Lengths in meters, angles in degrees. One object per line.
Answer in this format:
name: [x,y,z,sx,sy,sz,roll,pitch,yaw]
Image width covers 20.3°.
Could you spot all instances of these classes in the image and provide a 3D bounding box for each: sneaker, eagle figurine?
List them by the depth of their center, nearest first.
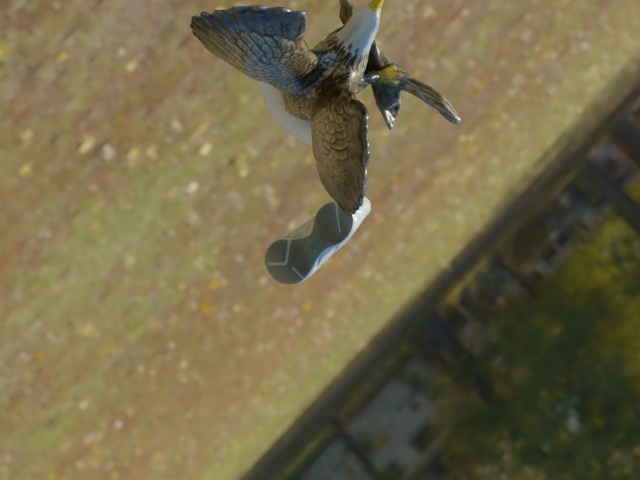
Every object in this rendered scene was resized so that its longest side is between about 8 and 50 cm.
eagle figurine: [-0.001,-0.165,1.844,0.298,0.226,0.225,-42,138,-58]
sneaker: [0.000,0.000,1.924,0.152,0.054,0.061,-35,176,39]
